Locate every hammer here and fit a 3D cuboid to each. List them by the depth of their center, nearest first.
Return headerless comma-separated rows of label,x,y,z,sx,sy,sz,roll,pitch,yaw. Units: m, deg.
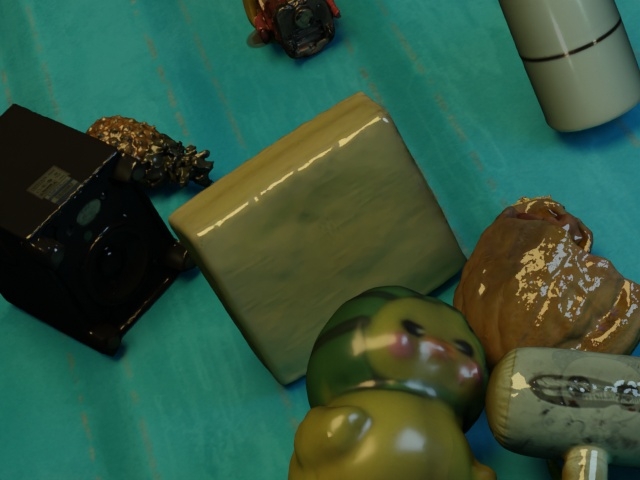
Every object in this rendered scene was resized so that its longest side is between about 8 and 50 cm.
hammer,0.251,0.247,1.640,0.202,0.113,0.305,5,60,4

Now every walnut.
walnut,0.224,0.057,1.849,0.204,0.141,0.238,-36,36,0

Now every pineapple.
pineapple,0.241,-0.031,2.024,0.083,0.019,0.045,-29,45,0
pineapple,-0.229,-0.110,2.341,0.198,0.108,0.108,14,56,33

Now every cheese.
cheese,0.000,0.000,1.962,0.265,0.242,0.124,-34,30,-5

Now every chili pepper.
chili pepper,0.245,0.230,1.742,0.030,0.017,0.083,-31,42,-2

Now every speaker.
speaker,-0.324,-0.009,2.185,0.254,0.232,0.184,24,63,40

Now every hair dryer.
hair dryer,0.300,-0.289,2.163,0.128,0.203,0.362,-21,21,11

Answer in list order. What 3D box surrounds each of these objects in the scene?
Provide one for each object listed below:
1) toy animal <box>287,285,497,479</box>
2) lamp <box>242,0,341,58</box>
toy animal,0.062,0.208,1.735,0.191,0.216,0.338,-38,36,47
lamp,-0.058,-0.359,2.490,0.118,0.118,0.253,-29,40,1
